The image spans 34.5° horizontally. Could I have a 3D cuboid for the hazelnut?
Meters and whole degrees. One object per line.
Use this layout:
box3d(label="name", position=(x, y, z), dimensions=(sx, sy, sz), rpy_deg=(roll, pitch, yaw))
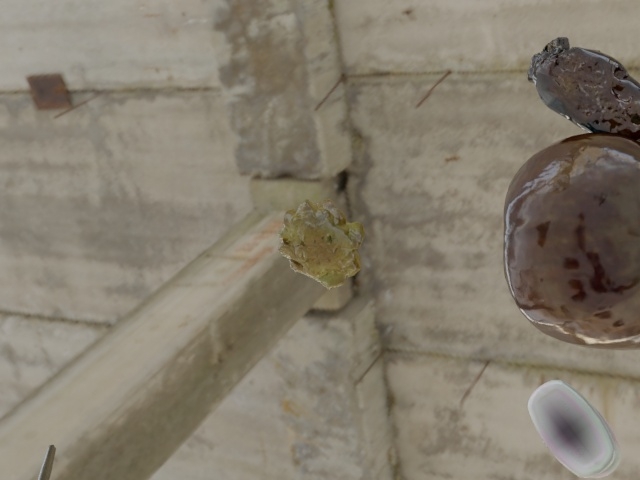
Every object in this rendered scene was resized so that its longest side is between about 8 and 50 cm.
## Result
box3d(label="hazelnut", position=(0.290, 0.010, 1.052), dimensions=(0.218, 0.218, 0.234), rpy_deg=(-23, -68, 37))

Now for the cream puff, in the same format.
box3d(label="cream puff", position=(0.000, 0.000, 0.945), dimensions=(0.083, 0.058, 0.083), rpy_deg=(-4, -71, -17))

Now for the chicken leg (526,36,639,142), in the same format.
box3d(label="chicken leg", position=(0.335, -0.153, 1.093), dimensions=(0.253, 0.051, 0.106), rpy_deg=(15, -73, 34))

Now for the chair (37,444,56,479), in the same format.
box3d(label="chair", position=(-0.444, 0.393, 1.302), dimensions=(0.166, 0.272, 0.188), rpy_deg=(15, -63, -11))

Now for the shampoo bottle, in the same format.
box3d(label="shampoo bottle", position=(0.190, 0.141, 0.761), dimensions=(0.043, 0.099, 0.072), rpy_deg=(-37, -112, 7))
